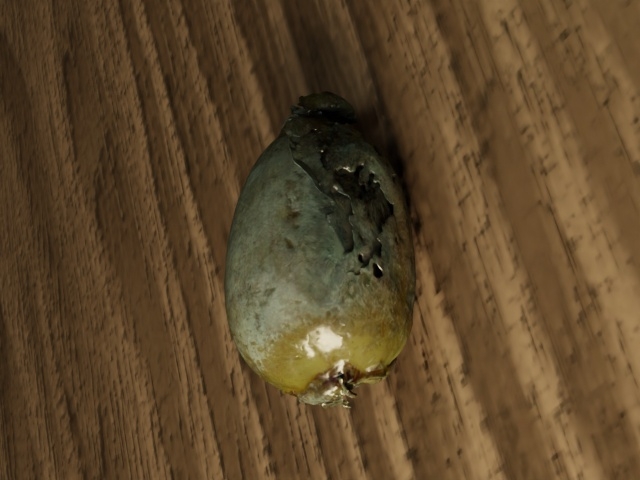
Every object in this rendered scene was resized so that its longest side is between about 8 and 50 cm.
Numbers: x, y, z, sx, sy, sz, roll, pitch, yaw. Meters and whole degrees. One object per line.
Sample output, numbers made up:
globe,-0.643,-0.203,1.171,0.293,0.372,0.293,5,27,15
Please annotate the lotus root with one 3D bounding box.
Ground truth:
lotus root,-0.001,-0.001,0.598,0.088,0.088,0.165,-43,40,49
